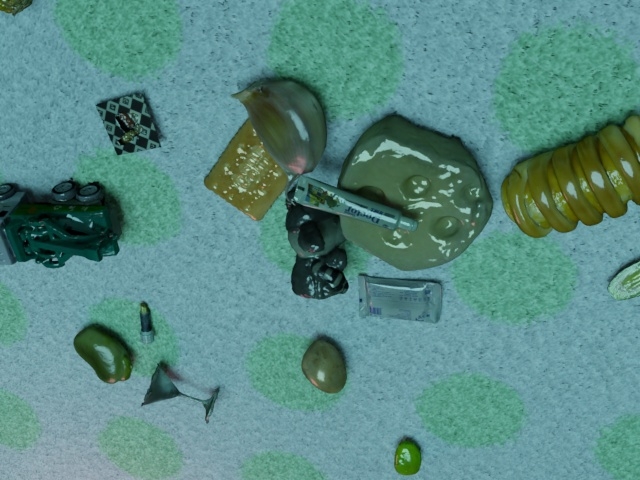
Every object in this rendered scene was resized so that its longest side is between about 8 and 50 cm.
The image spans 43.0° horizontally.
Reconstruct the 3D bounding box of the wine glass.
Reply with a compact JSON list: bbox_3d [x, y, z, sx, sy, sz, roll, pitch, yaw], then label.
[{"bbox_3d":[-0.368,0.410,2.148,0.183,0.122,0.122,22,127,-8],"label":"wine glass"}]

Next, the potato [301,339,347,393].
[{"bbox_3d":[0.011,0.314,1.983,0.112,0.112,0.147,-12,127,22],"label":"potato"}]

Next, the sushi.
[{"bbox_3d":[-0.407,-0.253,1.745,0.120,0.026,0.126,-7,118,22],"label":"sushi"}]

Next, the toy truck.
[{"bbox_3d":[-0.625,-0.027,1.868,0.363,0.178,0.176,4,125,15],"label":"toy truck"}]

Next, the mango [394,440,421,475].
[{"bbox_3d":[0.228,0.571,2.134,0.073,0.056,0.108,-5,120,11],"label":"mango"}]

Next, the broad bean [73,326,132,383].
[{"bbox_3d":[-0.570,0.305,2.139,0.124,0.082,0.174,-23,117,29],"label":"broad bean"}]

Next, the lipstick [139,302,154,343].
[{"bbox_3d":[-0.445,0.209,2.072,0.037,0.037,0.116,8,121,9],"label":"lipstick"}]

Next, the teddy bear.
[{"bbox_3d":[0.003,0.018,1.747,0.144,0.171,0.251,-7,118,-5],"label":"teddy bear"}]

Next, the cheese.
[{"bbox_3d":[0.182,-0.094,1.647,0.318,0.115,0.326,-9,122,20],"label":"cheese"}]

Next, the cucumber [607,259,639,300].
[{"bbox_3d":[0.653,0.083,1.698,0.107,0.035,0.067,-36,91,33],"label":"cucumber"}]

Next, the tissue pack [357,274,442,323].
[{"bbox_3d":[0.182,0.138,1.863,0.193,0.026,0.122,4,126,12],"label":"tissue pack"}]

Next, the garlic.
[{"bbox_3d":[-0.049,-0.203,1.622,0.148,0.128,0.266,-2,111,57],"label":"garlic"}]

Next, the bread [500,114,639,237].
[{"bbox_3d":[0.499,-0.102,1.556,0.311,0.121,0.173,-24,116,29],"label":"bread"}]

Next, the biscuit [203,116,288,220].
[{"bbox_3d":[-0.133,-0.159,1.734,0.160,0.030,0.249,35,125,-11],"label":"biscuit"}]

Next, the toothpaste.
[{"bbox_3d":[0.070,-0.066,1.610,0.255,0.037,0.067,19,127,7],"label":"toothpaste"}]

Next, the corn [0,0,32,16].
[{"bbox_3d":[-0.671,-0.562,1.558,0.106,0.106,0.293,-33,108,31],"label":"corn"}]
